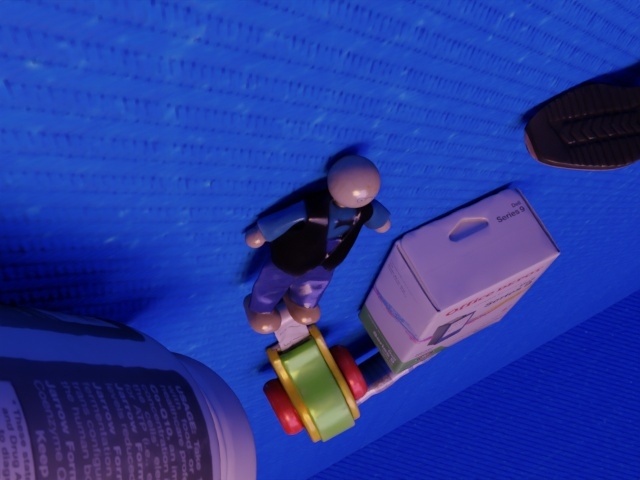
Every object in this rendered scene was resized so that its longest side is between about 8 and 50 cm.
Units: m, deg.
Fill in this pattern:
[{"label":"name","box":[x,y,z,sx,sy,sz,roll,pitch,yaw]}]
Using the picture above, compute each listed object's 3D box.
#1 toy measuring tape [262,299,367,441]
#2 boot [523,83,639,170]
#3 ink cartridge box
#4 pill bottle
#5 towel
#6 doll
[{"label":"toy measuring tape","box":[-0.007,0.154,0.980,0.121,0.121,0.330,-29,162,-8]},{"label":"boot","box":[0.252,-0.091,0.828,0.198,0.076,0.137,-13,171,-20]},{"label":"ink cartridge box","box":[0.142,0.048,0.973,0.154,0.093,0.212,-24,159,-18]},{"label":"pill bottle","box":[-0.181,0.138,0.505,0.204,0.204,0.361,-35,161,10]},{"label":"towel","box":[0.115,0.160,1.221,0.285,0.034,0.209,-33,180,-4]},{"label":"doll","box":[0.000,0.000,0.685,0.129,0.046,0.189,-10,148,-28]}]
